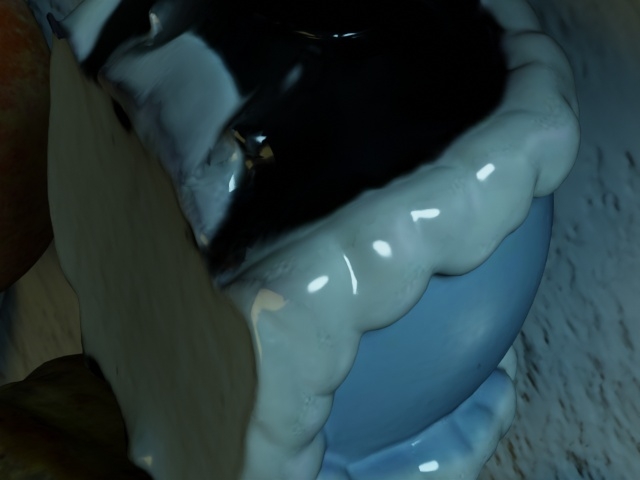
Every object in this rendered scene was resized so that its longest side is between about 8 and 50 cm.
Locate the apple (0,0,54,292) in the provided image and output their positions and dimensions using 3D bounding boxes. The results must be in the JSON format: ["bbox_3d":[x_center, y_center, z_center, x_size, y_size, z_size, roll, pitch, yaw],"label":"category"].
[{"bbox_3d":[-0.224,-0.061,0.873,0.209,0.164,0.209,27,128,41],"label":"apple"}]

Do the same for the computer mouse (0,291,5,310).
[{"bbox_3d":[-0.247,0.067,1.063,0.126,0.056,0.245,48,138,25],"label":"computer mouse"}]

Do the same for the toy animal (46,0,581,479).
[{"bbox_3d":[0.000,0.000,0.626,0.208,0.156,0.204,-125,31,-46],"label":"toy animal"}]

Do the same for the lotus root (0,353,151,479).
[{"bbox_3d":[-0.071,0.170,0.780,0.291,0.193,0.193,31,130,45],"label":"lotus root"}]
